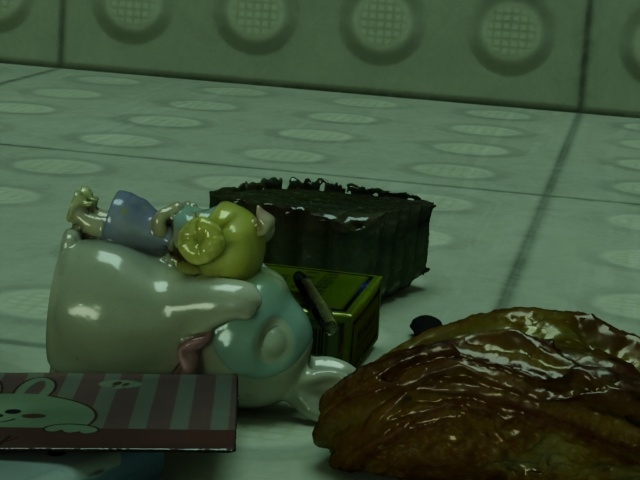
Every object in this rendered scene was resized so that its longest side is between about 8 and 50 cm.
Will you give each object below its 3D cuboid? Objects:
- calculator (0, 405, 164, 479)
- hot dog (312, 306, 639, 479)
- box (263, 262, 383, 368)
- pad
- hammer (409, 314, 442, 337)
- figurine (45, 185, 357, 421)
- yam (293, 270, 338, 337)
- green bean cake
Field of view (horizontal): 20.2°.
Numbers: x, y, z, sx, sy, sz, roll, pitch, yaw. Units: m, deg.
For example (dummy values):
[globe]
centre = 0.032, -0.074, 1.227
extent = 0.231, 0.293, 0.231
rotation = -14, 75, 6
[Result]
[calculator]
centre = -0.184, 0.137, 1.073
extent = 0.121, 0.039, 0.210
rotation = 11, 13, 29
[hot dog]
centre = 0.127, 0.101, 1.167
extent = 0.259, 0.114, 0.175
rotation = 6, 10, 8
[box]
centre = -0.070, 0.058, 1.451
extent = 0.220, 0.064, 0.141
rotation = 8, 14, 10
[pad]
centre = -0.201, 0.104, 1.126
extent = 0.300, 0.005, 0.202
rotation = 1, 9, -2
[hammer]
centre = 0.093, 0.092, 1.435
extent = 0.103, 0.029, 0.246
rotation = 4, 10, 3
[figurine]
centre = -0.069, 0.051, 1.283
extent = 0.236, 0.155, 0.127
rotation = 9, -3, 0
[yam]
centre = -0.005, 0.045, 1.362
extent = 0.014, 0.014, 0.107
rotation = 1, 21, -15
[green bean cake]
centre = 0.000, 0.000, 1.695
extent = 0.173, 0.094, 0.181
rotation = 9, 12, 24
